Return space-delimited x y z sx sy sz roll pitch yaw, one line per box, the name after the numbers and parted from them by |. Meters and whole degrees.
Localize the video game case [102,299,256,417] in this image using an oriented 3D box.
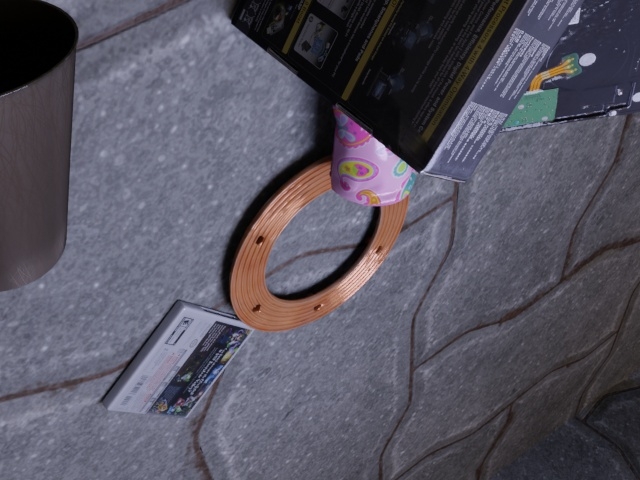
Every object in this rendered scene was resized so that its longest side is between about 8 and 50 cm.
-0.204 0.181 1.196 0.190 0.022 0.173 -53 146 8 | video game case

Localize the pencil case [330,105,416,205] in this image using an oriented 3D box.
0.070 -0.183 0.997 0.124 0.124 0.284 -25 134 -29 | pencil case

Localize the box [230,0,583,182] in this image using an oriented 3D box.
0.110 -0.304 0.763 0.097 0.318 0.395 5 121 -49 | box

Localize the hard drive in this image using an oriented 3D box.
0.305 -0.257 1.105 0.338 0.064 0.237 -9 141 3 | hard drive

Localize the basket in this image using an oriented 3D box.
-0.304 -0.073 0.711 0.204 0.154 0.227 -24 144 -28 | basket

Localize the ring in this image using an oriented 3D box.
0.000 0.000 1.220 0.336 0.032 0.337 -28 143 -24 | ring
